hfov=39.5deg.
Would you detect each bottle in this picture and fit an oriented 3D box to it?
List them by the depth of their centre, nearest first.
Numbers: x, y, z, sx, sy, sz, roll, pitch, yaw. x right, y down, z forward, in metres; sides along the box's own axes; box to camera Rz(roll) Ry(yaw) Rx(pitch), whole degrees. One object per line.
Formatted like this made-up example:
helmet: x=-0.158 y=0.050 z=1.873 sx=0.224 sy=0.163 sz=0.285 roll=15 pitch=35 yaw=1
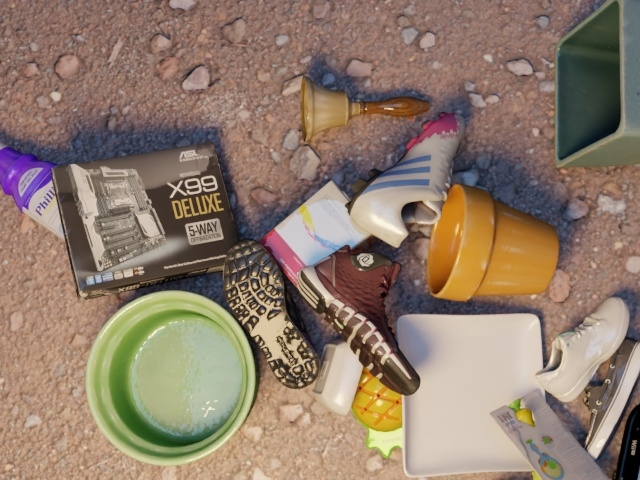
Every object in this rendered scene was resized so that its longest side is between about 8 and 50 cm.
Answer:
bottle: x=-0.530 y=-0.091 z=1.732 sx=0.283 sy=0.092 sz=0.118 roll=34 pitch=81 yaw=11

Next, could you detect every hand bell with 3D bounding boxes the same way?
hand bell: x=0.087 y=-0.254 z=1.702 sx=0.242 sy=0.126 sz=0.126 roll=-3 pitch=80 yaw=-7

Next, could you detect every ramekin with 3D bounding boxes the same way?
ramekin: x=-0.254 y=0.248 z=1.615 sx=0.304 sy=0.148 sz=0.303 roll=-1 pitch=80 yaw=6

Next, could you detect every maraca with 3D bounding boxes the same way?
maraca: x=0.116 y=0.292 z=1.592 sx=0.127 sy=0.099 sz=0.185 roll=-16 pitch=83 yaw=14

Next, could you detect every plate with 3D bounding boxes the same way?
plate: x=0.264 y=0.268 z=1.570 sx=0.278 sy=0.045 sz=0.277 roll=1 pitch=80 yaw=-15

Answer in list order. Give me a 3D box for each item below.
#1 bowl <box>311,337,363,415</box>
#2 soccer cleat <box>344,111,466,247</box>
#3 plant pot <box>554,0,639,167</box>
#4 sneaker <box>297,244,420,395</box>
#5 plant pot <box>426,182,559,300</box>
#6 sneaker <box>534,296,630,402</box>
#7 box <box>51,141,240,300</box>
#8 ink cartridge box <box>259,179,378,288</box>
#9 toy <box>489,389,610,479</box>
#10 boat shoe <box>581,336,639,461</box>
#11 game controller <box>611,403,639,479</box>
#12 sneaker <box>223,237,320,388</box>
bowl: x=0.030 y=0.235 z=1.584 sx=0.053 sy=0.142 sz=0.141 roll=19 pitch=82 yaw=-12
soccer cleat: x=0.185 y=-0.105 z=1.599 sx=0.143 sy=0.116 sz=0.331 roll=39 pitch=57 yaw=14
plant pot: x=0.581 y=-0.261 z=1.570 sx=0.253 sy=0.247 sz=0.247 roll=5 pitch=80 yaw=-11
sneaker: x=0.105 y=0.114 z=1.508 sx=0.162 sy=0.106 sz=0.281 roll=-38 pitch=78 yaw=-23
plant pot: x=0.309 y=0.017 z=1.579 sx=0.188 sy=0.205 sz=0.205 roll=12 pitch=82 yaw=-8
sneaker: x=0.459 y=0.178 z=1.568 sx=0.094 sy=0.080 sz=0.212 roll=36 pitch=86 yaw=-18
box: x=-0.320 y=-0.039 z=1.654 sx=0.308 sy=0.076 sz=0.242 roll=-11 pitch=78 yaw=-19
ink cartridge box: x=0.000 y=0.000 z=1.639 sx=0.176 sy=0.128 sz=0.127 roll=-41 pitch=79 yaw=-1
toy: x=0.389 y=0.375 z=1.500 sx=0.137 sy=0.056 sz=0.237 roll=-13 pitch=59 yaw=-40
boat shoe: x=0.502 y=0.272 z=1.567 sx=0.076 sy=0.080 sz=0.228 roll=23 pitch=87 yaw=27
game controller: x=0.573 y=0.439 z=1.517 sx=0.167 sy=0.067 sz=0.319 roll=16 pitch=81 yaw=-17
sneaker: x=-0.092 y=0.128 z=1.612 sx=0.107 sy=0.124 sz=0.283 roll=-23 pitch=96 yaw=4
